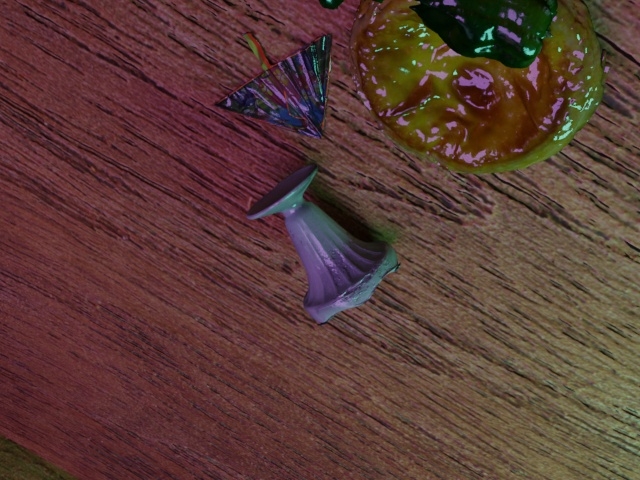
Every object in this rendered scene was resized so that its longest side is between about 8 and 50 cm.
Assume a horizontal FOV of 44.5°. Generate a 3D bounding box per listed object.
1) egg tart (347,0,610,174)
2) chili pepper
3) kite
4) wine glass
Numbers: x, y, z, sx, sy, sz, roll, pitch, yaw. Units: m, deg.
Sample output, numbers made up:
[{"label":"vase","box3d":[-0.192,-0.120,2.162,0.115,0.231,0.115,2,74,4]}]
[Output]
[{"label":"egg tart","box3d":[0.179,-0.209,0.905,0.295,0.116,0.294,13,131,15]},{"label":"chili pepper","box3d":[0.107,-0.242,0.770,0.253,0.083,0.099,20,158,9]},{"label":"kite","box3d":[-0.060,-0.209,1.100,0.241,0.014,0.183,-15,119,38]},{"label":"wine glass","box3d":[0.000,0.000,1.154,0.165,0.165,0.196,-23,111,39]}]
